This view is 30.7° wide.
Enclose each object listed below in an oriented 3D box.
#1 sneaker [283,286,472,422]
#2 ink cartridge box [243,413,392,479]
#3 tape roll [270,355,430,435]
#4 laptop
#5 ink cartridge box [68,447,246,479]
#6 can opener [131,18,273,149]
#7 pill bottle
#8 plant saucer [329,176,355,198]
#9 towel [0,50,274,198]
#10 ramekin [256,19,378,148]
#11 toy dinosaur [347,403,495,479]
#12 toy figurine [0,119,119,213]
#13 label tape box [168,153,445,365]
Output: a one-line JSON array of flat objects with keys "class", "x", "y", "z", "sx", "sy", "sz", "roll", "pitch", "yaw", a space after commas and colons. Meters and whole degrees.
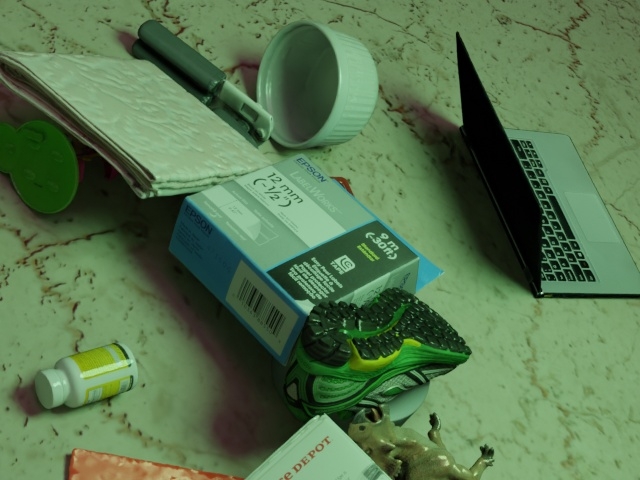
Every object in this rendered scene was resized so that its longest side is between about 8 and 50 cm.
[{"class": "sneaker", "x": 0.070, "y": 0.155, "z": 1.545, "sx": 0.344, "sy": 0.146, "sz": 0.134, "roll": 0, "pitch": 38, "yaw": -49}, {"class": "ink cartridge box", "x": 0.021, "y": 0.335, "z": 1.356, "sx": 0.158, "sy": 0.092, "sz": 0.218, "roll": -40, "pitch": 65, "yaw": -16}, {"class": "tape roll", "x": 0.043, "y": 0.177, "z": 1.642, "sx": 0.219, "sy": 0.072, "sz": 0.219, "roll": 16, "pitch": 46, "yaw": -17}, {"class": "laptop", "x": 0.402, "y": -0.121, "z": 2.001, "sx": 0.408, "sy": 0.236, "sz": 0.382, "roll": 2, "pitch": 53, "yaw": -30}, {"class": "ink cartridge box", "x": -0.141, "y": 0.412, "z": 1.313, "sx": 0.308, "sy": 0.091, "sz": 0.385, "roll": 15, "pitch": 48, "yaw": -20}, {"class": "can opener", "x": -0.192, "y": -0.244, "z": 1.868, "sx": 0.280, "sy": 0.074, "sz": 0.093, "roll": 42, "pitch": 44, "yaw": 8}, {"class": "pill bottle", "x": -0.292, "y": 0.170, "z": 1.451, "sx": 0.116, "sy": 0.065, "sz": 0.065, "roll": -14, "pitch": 61, "yaw": -39}, {"class": "plant saucer", "x": -0.021, "y": -0.007, "z": 1.784, "sx": 0.259, "sy": 0.047, "sz": 0.259, "roll": -1, "pitch": 53, "yaw": -32}, {"class": "towel", "x": -0.255, "y": -0.169, "z": 1.669, "sx": 0.317, "sy": 0.053, "sz": 0.332, "roll": 40, "pitch": 21, "yaw": 19}, {"class": "ramekin", "x": 0.001, "y": -0.249, "z": 1.902, "sx": 0.109, "sy": 0.207, "sz": 0.207, "roll": 1, "pitch": 52, "yaw": -41}, {"class": "toy dinosaur", "x": 0.130, "y": 0.342, "z": 1.519, "sx": 0.200, "sy": 0.127, "sz": 0.295, "roll": -20, "pitch": 86, "yaw": -29}, {"class": "toy figurine", "x": -0.357, "y": -0.124, "z": 1.662, "sx": 0.173, "sy": 0.130, "sz": 0.159, "roll": 24, "pitch": 24, "yaw": 25}, {"class": "label tape box", "x": 0.000, "y": 0.000, "z": 1.650, "sx": 0.249, "sy": 0.115, "sz": 0.348, "roll": 43, "pitch": 45, "yaw": 23}]
